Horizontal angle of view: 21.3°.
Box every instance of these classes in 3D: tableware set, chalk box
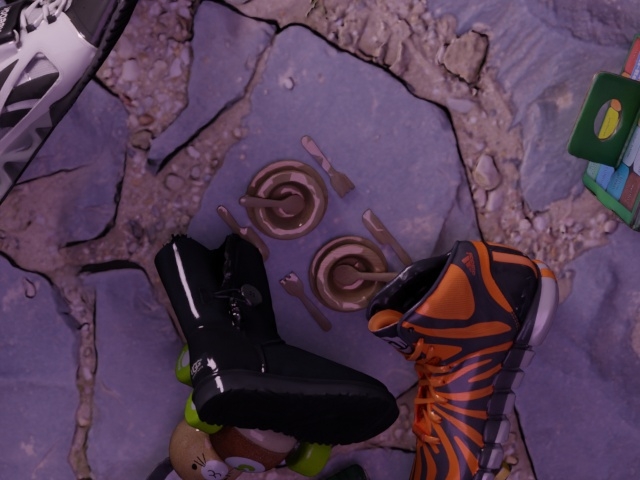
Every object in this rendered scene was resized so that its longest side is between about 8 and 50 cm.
[{"bbox_3d":[0.000,0.000,1.790,0.128,0.039,0.194,-40,109,4],"label":"tableware set"},{"bbox_3d":[0.391,-0.095,1.756,0.289,0.179,0.180,17,104,-13],"label":"chalk box"}]

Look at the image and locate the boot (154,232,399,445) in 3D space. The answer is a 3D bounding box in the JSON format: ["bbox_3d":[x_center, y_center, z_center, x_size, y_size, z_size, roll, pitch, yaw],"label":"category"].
[{"bbox_3d":[-0.044,0.094,1.736,0.246,0.207,0.094,12,137,-34],"label":"boot"}]

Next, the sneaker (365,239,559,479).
[{"bbox_3d":[0.114,0.146,1.799,0.180,0.124,0.321,18,92,-27],"label":"sneaker"}]

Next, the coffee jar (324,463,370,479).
[{"bbox_3d":[-0.018,0.324,1.863,0.184,0.079,0.096,-24,112,-3],"label":"coffee jar"}]

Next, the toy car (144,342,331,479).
[{"bbox_3d":[-0.109,0.224,1.795,0.155,0.149,0.188,27,112,-26],"label":"toy car"}]

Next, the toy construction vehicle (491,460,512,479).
[{"bbox_3d":[0.197,0.305,1.916,0.086,0.035,0.098,42,96,-18],"label":"toy construction vehicle"}]

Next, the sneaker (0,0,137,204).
[{"bbox_3d":[-0.291,-0.173,1.625,0.146,0.122,0.330,37,113,-9],"label":"sneaker"}]
